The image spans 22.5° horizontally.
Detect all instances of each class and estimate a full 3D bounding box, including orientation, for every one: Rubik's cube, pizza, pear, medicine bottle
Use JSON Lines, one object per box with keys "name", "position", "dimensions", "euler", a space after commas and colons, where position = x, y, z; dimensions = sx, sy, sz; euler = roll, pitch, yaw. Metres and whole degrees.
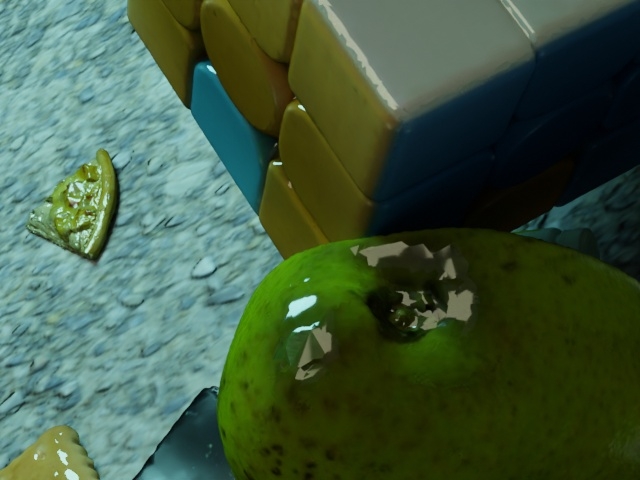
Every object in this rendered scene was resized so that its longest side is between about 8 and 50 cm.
{"name": "Rubik's cube", "position": [0.067, -0.169, 1.038], "dimensions": [0.290, 0.291, 0.291], "euler": [-28, 72, -18]}
{"name": "pizza", "position": [-0.237, -0.025, 1.493], "dimensions": [0.109, 0.026, 0.123], "euler": [-18, 50, 26]}
{"name": "pear", "position": [0.072, 0.111, 0.993], "dimensions": [0.286, 0.282, 0.176], "euler": [-14, 61, 24]}
{"name": "medicine bottle", "position": [0.158, 0.015, 1.175], "dimensions": [0.083, 0.047, 0.047], "euler": [-9, 54, 29]}

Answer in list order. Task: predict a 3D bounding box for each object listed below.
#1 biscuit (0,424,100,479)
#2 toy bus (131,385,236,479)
{"name": "biscuit", "position": [-0.215, 0.267, 1.255], "dimensions": [0.160, 0.030, 0.249], "euler": [-40, 45, 2]}
{"name": "toy bus", "position": [-0.153, 0.292, 1.112], "dimensions": [0.093, 0.092, 0.408], "euler": [23, 73, 42]}
